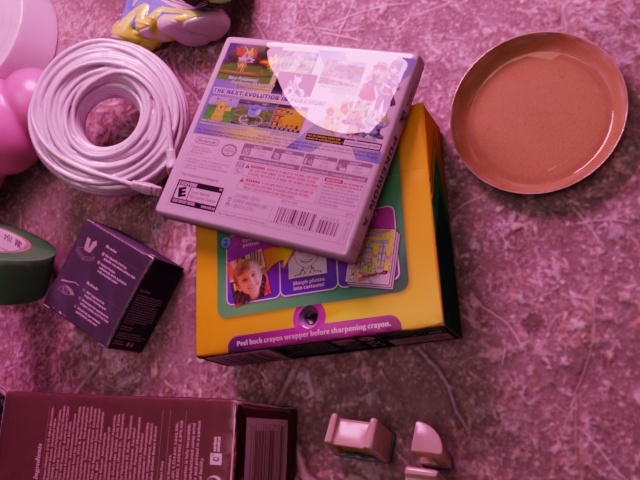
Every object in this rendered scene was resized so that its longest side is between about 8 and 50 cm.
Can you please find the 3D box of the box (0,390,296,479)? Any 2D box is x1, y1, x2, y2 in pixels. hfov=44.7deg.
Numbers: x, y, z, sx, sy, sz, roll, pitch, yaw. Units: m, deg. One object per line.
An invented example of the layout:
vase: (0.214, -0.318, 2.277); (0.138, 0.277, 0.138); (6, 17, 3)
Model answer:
box: (-0.243, 0.289, 1.100); (0.381, 0.191, 0.143); (-4, 75, 22)

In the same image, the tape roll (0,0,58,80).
tape roll: (-0.651, -0.386, 1.505); (0.286, 0.100, 0.286); (-6, 75, 22)

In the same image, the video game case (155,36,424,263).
video game case: (-0.049, -0.141, 1.100); (0.329, 0.036, 0.300); (13, 76, 30)

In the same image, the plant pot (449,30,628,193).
plant pot: (0.297, -0.173, 1.069); (0.236, 0.032, 0.236); (-6, 75, 22)

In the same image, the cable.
cable: (-0.343, -0.199, 1.280); (0.257, 0.089, 0.257); (7, 82, 1)

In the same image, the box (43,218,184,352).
box: (-0.330, 0.073, 1.246); (0.156, 0.093, 0.158); (27, 90, 27)

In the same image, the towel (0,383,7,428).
towel: (-0.568, 0.239, 1.203); (0.121, 0.283, 0.235); (-35, 61, -26)

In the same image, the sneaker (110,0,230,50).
sneaker: (-0.259, -0.402, 1.341); (0.240, 0.091, 0.126); (0, 76, 25)

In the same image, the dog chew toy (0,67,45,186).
dog chew toy: (-0.589, -0.194, 1.379); (0.332, 0.206, 0.206); (-28, 67, 7)

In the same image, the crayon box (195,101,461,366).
crayon box: (0.000, 0.000, 1.112); (0.363, 0.106, 0.313); (-10, 70, 21)

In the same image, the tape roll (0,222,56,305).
tape roll: (-0.595, 0.018, 1.246); (0.321, 0.321, 0.077); (19, 98, 27)

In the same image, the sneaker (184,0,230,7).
sneaker: (-0.275, -0.540, 1.354); (0.202, 0.185, 0.483); (-42, 55, 18)

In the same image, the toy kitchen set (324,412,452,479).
toy kitchen set: (0.079, 0.348, 1.003); (0.166, 0.122, 0.207); (1, 57, 24)
